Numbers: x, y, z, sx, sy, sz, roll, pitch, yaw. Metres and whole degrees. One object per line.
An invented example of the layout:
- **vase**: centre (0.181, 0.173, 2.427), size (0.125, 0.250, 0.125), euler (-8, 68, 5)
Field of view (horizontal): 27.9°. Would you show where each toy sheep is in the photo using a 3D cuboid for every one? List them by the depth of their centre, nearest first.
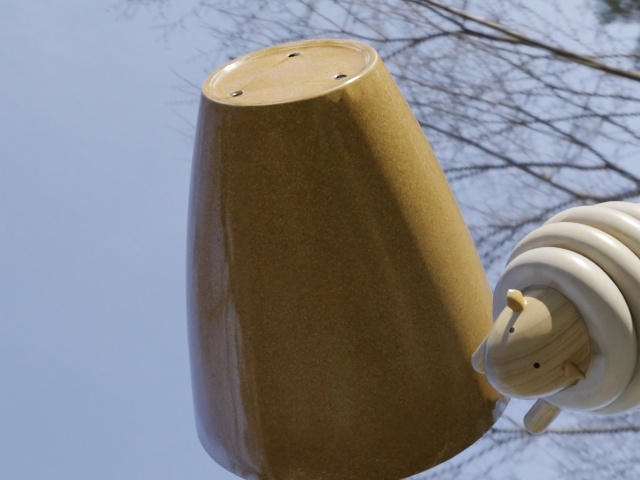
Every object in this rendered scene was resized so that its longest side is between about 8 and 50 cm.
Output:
- **toy sheep**: centre (0.113, 0.026, 0.502), size (0.132, 0.091, 0.091), euler (-27, -63, -37)

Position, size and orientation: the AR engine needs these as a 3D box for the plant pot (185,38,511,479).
- **plant pot**: centre (0.000, 0.000, 0.893), size (0.237, 0.237, 0.254), euler (-21, -63, -16)
